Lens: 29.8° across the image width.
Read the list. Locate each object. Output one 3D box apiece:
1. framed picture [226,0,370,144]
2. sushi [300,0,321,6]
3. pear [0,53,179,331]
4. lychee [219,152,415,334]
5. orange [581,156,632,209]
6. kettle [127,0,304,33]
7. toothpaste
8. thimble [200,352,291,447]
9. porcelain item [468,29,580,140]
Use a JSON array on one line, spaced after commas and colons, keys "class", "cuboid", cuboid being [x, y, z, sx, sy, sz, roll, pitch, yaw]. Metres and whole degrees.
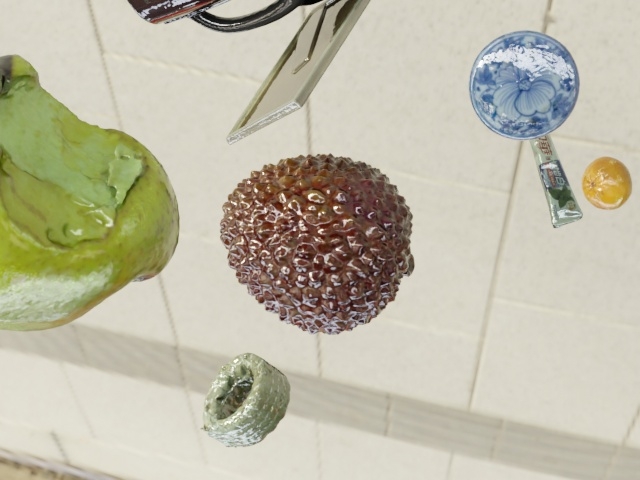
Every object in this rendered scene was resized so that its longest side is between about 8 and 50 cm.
[{"class": "framed picture", "cuboid": [-0.020, -0.276, 1.783, 0.016, 0.289, 0.213, 41, 151, -19]}, {"class": "sushi", "cuboid": [-0.021, -0.474, 1.814, 0.204, 0.213, 0.200, -36, 140, 9]}, {"class": "pear", "cuboid": [-0.255, -0.014, 1.138, 0.255, 0.238, 0.164, 33, 140, -29]}, {"class": "lychee", "cuboid": [0.000, 0.000, 1.952, 0.330, 0.306, 0.306, 19, 150, -18]}, {"class": "orange", "cuboid": [0.438, -0.086, 1.843, 0.070, 0.083, 0.083, -15, 162, -29]}, {"class": "kettle", "cuboid": [-0.141, -0.377, 1.660, 0.232, 0.144, 0.202, -12, 118, 26]}, {"class": "toothpaste", "cuboid": [0.426, -0.135, 2.238, 0.060, 0.233, 0.038, -15, 160, 1]}, {"class": "thimble", "cuboid": [-0.089, 0.189, 1.398, 0.084, 0.110, 0.062, 36, 175, 47]}, {"class": "porcelain item", "cuboid": [0.271, -0.207, 1.608, 0.147, 0.147, 0.114, 14, -172, 5]}]
